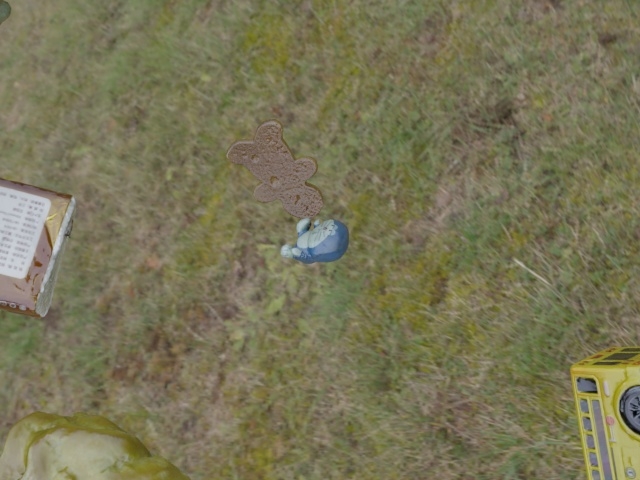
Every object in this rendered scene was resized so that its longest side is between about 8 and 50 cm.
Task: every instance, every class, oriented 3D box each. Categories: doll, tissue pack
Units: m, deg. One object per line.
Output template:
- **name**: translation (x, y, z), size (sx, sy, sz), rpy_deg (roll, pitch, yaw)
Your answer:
- **doll**: translation (0.000, 0.000, 1.215), size (0.083, 0.050, 0.076), rpy_deg (-11, 38, 36)
- **tissue pack**: translation (-0.474, -0.003, 1.310), size (0.226, 0.092, 0.183), rpy_deg (15, 75, -5)

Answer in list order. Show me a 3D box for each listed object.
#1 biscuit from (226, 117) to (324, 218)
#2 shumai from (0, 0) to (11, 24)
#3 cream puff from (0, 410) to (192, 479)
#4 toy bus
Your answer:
- **biscuit**: translation (-0.071, -0.120, 1.693), size (0.138, 0.205, 0.031), rpy_deg (-33, 24, 21)
- **shumai**: translation (-0.327, -0.186, 0.626), size (0.189, 0.218, 0.255), rpy_deg (-26, 77, 12)
- **cream puff**: translation (-0.330, 0.380, 1.266), size (0.323, 0.274, 0.269), rpy_deg (11, 57, 39)
- **toy bus**: translation (0.435, 0.308, 1.223), size (0.151, 0.145, 0.331), rpy_deg (-7, 94, 47)
